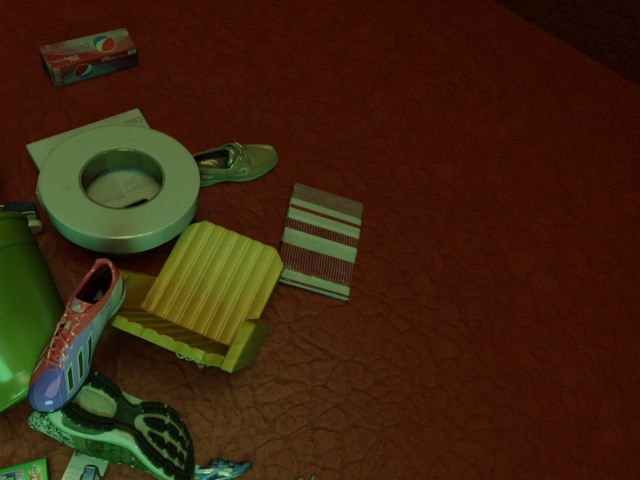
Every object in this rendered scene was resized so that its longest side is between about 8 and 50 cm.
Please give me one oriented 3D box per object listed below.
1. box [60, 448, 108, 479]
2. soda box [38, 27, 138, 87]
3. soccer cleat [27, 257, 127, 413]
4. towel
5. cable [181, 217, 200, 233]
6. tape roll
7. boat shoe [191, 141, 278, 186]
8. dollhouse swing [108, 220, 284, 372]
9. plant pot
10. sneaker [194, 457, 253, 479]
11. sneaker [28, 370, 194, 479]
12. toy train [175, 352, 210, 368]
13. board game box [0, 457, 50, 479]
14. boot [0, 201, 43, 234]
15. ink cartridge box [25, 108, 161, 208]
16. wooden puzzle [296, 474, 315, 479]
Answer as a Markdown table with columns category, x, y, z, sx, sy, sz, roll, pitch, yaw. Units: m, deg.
| category | x | y | z | sx | sy | sz | roll | pitch | yaw |
| --- | --- | --- | --- | --- | --- | --- | --- | --- | --- |
| box | -0.532 | 0.533 | 1.212 | 0.081 | 0.028 | 0.136 | 25 | 53 | -14 |
| soda box | -0.694 | -0.556 | 1.649 | 0.263 | 0.083 | 0.092 | -26 | 76 | -27 |
| soccer cleat | -0.488 | 0.180 | 1.085 | 0.109 | 0.116 | 0.318 | 17 | 55 | 2 |
| towel | 0.000 | 0.000 | 1.644 | 0.237 | 0.037 | 0.328 | 17 | 64 | -12 |
| cable | -0.297 | -0.012 | 1.531 | 0.287 | 0.072 | 0.139 | 41 | 60 | 4 |
| tape roll | -0.509 | -0.141 | 1.404 | 0.393 | 0.072 | 0.391 | 6 | 54 | -9 |
| boat shoe | -0.261 | -0.239 | 1.632 | 0.303 | 0.098 | 0.109 | -15 | 72 | -23 |
| dollhouse swing | -0.283 | 0.104 | 1.330 | 0.347 | 0.315 | 0.304 | 22 | 84 | 7 |
| plant pot | -0.713 | 0.183 | 1.175 | 0.367 | 0.366 | 0.352 | -34 | 91 | -28 |
| sneaker | -0.233 | 0.546 | 1.305 | 0.144 | 0.053 | 0.059 | -8 | 67 | -22 |
| sneaker | -0.457 | 0.435 | 1.216 | 0.410 | 0.182 | 0.158 | 45 | 27 | -28 |
| toy train | -0.294 | 0.256 | 1.427 | 0.125 | 0.046 | 0.166 | 28 | 64 | 10 |
| board game box | -0.664 | 0.642 | 1.126 | 0.214 | 0.046 | 0.317 | -8 | 69 | -22 |
| boot | -0.813 | -0.048 | 1.379 | 0.190 | 0.069 | 0.086 | -10 | 62 | -41 |
| ink cartridge box | -0.581 | -0.179 | 1.520 | 0.324 | 0.071 | 0.330 | -28 | 79 | -28 |
| wooden puzzle | -0.058 | 0.634 | 1.344 | 0.117 | 0.014 | 0.078 | -17 | 77 | -24 |
